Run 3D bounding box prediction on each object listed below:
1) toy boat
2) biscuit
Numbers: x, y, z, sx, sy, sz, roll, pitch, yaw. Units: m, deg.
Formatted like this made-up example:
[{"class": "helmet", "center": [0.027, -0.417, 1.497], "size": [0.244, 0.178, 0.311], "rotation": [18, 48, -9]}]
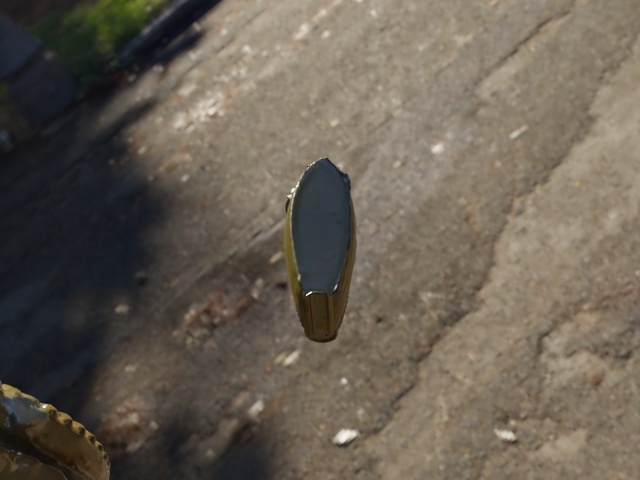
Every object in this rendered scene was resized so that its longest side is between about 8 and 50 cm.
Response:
[{"class": "toy boat", "center": [0.000, 0.000, 0.792], "size": [0.047, 0.049, 0.149], "rotation": [-1, 48, 2]}, {"class": "biscuit", "center": [-0.242, 0.126, 0.717], "size": [0.259, 0.259, 0.079], "rotation": [-12, 52, 44]}]
